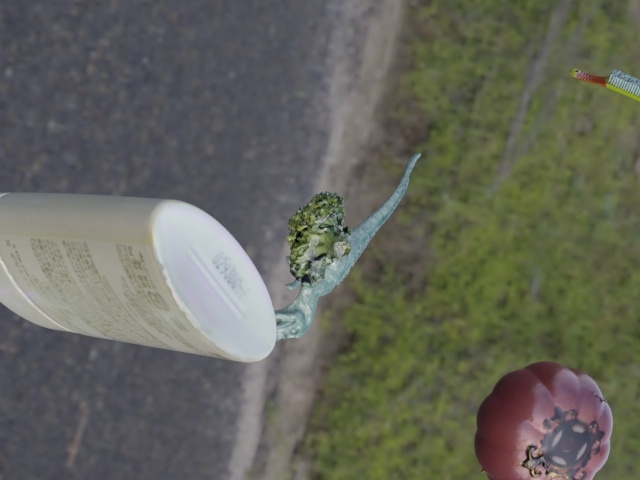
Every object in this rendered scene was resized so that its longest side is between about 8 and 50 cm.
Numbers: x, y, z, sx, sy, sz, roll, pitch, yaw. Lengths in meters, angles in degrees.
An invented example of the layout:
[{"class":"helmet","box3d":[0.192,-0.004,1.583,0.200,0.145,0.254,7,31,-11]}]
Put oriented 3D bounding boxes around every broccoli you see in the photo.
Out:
[{"class":"broccoli","box3d":[0.000,0.000,1.978,0.097,0.092,0.095,-35,121,-12]}]

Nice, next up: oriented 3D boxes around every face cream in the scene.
[{"class":"face cream","box3d":[-0.194,0.027,1.468,0.081,0.348,0.173,-52,122,-26]}]

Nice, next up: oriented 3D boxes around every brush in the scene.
[{"class":"brush","box3d":[0.296,-0.166,1.706,0.019,0.083,0.021,-54,159,-47]}]

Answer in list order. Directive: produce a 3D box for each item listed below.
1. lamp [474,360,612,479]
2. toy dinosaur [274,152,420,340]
[{"class":"lamp","box3d":[0.272,0.235,2.056,0.140,0.182,0.182,-145,-118,-65]},{"class":"toy dinosaur","box3d":[0.030,-0.026,2.390,0.383,0.076,0.129,-50,131,-19]}]
